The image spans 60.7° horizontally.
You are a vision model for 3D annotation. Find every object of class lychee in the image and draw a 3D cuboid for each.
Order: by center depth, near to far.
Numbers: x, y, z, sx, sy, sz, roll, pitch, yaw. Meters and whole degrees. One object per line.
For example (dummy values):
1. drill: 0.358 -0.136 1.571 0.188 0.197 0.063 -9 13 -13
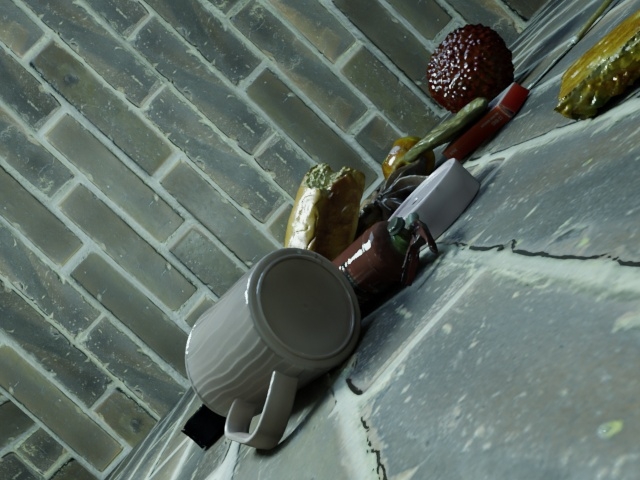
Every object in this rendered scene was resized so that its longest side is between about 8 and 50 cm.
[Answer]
1. lychee: 0.463 -0.517 1.654 0.300 0.264 0.264 -30 -1 -11

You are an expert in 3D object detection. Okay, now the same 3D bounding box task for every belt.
1. belt: -0.228 0.378 1.261 0.198 0.078 0.151 -50 -1 -16

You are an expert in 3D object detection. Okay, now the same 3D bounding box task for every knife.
1. knife: 0.605 -0.473 1.336 0.298 0.017 0.047 -50 0 13

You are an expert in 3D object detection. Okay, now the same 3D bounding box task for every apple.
1. apple: 0.274 -0.240 1.684 0.163 0.146 0.147 -63 2 32

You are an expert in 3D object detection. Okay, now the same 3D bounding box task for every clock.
1. clock: 0.205 -0.061 1.031 0.197 0.068 0.197 -47 3 3

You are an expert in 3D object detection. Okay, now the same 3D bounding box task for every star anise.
1. star anise: 0.159 -0.061 1.304 0.349 0.109 0.292 -50 9 -6

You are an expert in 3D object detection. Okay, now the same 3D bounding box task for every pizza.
1. pizza: 0.395 -0.234 0.734 0.197 0.058 0.292 -48 1 -8

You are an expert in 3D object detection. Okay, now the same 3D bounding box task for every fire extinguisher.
1. fire extinguisher: 0.082 0.063 0.927 0.337 0.106 0.147 -44 29 45

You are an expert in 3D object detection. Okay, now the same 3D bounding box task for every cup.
1. cup: -0.100 0.175 0.891 0.273 0.208 0.288 -42 4 46

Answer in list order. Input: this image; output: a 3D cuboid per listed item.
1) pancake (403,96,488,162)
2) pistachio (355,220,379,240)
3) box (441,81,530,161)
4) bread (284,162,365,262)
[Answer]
1. pancake: 0.308 -0.263 1.333 0.242 0.050 0.242 -38 3 2
2. pistachio: 0.101 0.016 1.137 0.089 0.049 0.173 -25 42 33
3. box: 0.411 -0.292 1.365 0.123 0.050 0.229 -51 5 -36
4. bread: -0.006 -0.001 1.214 0.195 0.148 0.344 138 145 -84
